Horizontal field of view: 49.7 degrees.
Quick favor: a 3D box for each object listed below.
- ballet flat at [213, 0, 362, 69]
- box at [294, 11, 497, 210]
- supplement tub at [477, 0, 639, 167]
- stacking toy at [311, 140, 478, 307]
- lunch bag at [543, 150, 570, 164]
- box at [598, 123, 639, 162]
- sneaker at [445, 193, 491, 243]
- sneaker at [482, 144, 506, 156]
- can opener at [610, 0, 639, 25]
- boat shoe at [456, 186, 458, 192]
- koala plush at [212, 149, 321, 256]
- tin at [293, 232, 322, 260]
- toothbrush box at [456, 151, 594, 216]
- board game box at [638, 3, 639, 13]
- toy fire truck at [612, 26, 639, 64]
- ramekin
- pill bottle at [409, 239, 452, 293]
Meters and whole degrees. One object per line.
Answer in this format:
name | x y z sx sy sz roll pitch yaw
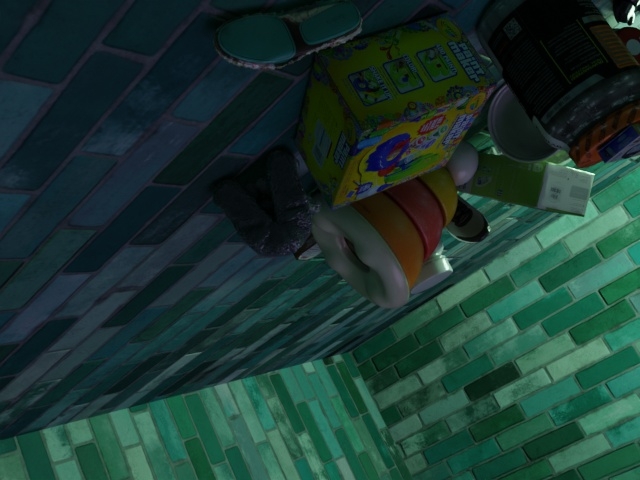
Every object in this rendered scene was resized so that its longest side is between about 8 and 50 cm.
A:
ballet flat | -0.049 -0.300 1.033 0.240 0.091 0.077 -17 -178 -20
box | 0.126 -0.237 1.303 0.279 0.177 0.290 -23 162 -18
supplement tub | 0.462 -0.318 1.293 0.207 0.338 0.207 -24 162 -8
stacking toy | 0.237 -0.090 1.765 0.480 0.351 0.351 -39 166 -16
lunch bag | 0.678 -0.332 1.853 0.287 0.169 0.235 -32 163 -2
box | 0.553 -0.175 1.220 0.136 0.028 0.081 -16 158 -37
sneaker | 0.355 -0.090 1.911 0.100 0.271 0.108 -48 149 7
sneaker | 0.449 -0.202 2.021 0.236 0.095 0.104 -20 169 -26
can opener | 0.668 -0.513 1.526 0.073 0.059 0.186 -61 163 14
boat shoe | 0.374 -0.141 2.136 0.135 0.050 0.045 -38 165 29
koala plush | -0.094 -0.058 1.498 0.196 0.203 0.221 -28 174 4
tin | 0.000 0.000 2.012 0.189 0.040 0.106 -36 156 24
toothbrush box | 0.539 -0.153 1.840 0.206 0.122 0.283 7 -171 -36
board game box | 0.795 -0.576 1.554 0.160 0.039 0.211 -35 162 21
toy fire truck | 0.770 -0.364 1.653 0.253 0.302 0.169 1 172 -10
ramekin | 0.522 -0.298 1.678 0.207 0.207 0.109 -40 169 35
pill bottle | 0.245 -0.004 1.945 0.160 0.283 0.160 -25 162 -9
